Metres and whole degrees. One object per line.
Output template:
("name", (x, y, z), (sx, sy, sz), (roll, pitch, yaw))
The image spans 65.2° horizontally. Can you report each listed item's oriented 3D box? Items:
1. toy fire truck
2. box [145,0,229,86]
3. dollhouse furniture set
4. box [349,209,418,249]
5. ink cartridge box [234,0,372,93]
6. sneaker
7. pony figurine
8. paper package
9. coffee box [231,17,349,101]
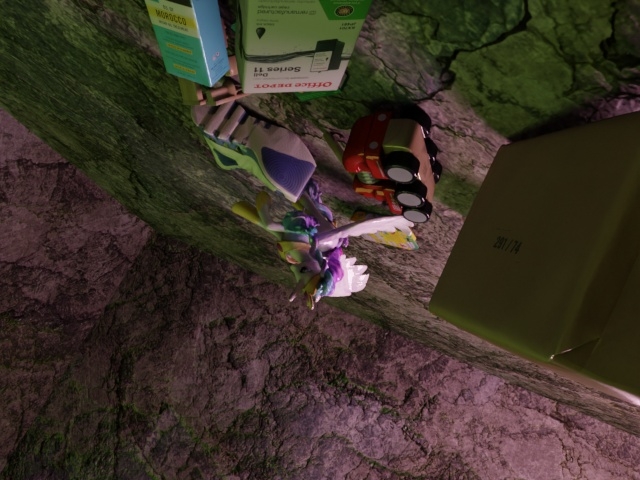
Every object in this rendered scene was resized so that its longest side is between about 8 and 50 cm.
("toy fire truck", (0.092, -0.156, 0.946), (0.246, 0.159, 0.217), (8, 157, 25))
("box", (-0.216, -0.369, 0.782), (0.100, 0.060, 0.244), (23, 148, 17))
("dollhouse furniture set", (-0.192, -0.351, 0.968), (0.144, 0.123, 0.151), (15, 125, 37))
("box", (0.176, -0.028, 1.341), (0.179, 0.043, 0.105), (17, 160, 39))
("ink cartridge box", (-0.031, -0.287, 0.659), (0.152, 0.087, 0.208), (-6, 165, -13))
("sneaker", (-0.161, -0.215, 1.199), (0.315, 0.128, 0.182), (36, 167, -3))
("pony figurine", (0.000, 0.000, 1.240), (0.364, 0.350, 0.303), (54, 136, 31))
("paper package", (0.327, 0.015, 0.668), (0.168, 0.310, 0.325), (24, 178, -11))
("coffee box", (-0.047, -0.312, 0.829), (0.113, 0.041, 0.184), (6, 153, 50))
